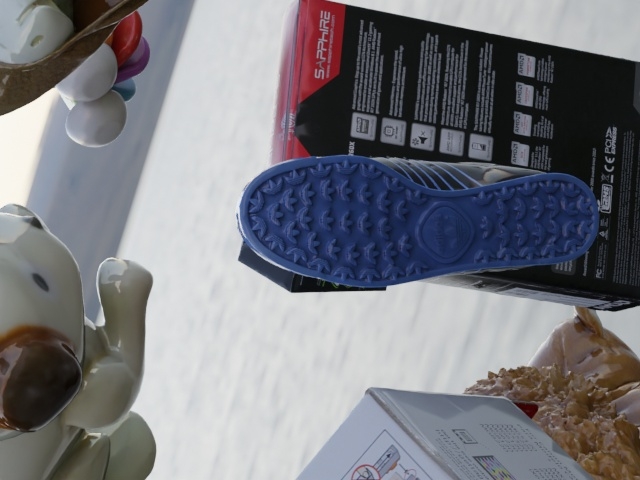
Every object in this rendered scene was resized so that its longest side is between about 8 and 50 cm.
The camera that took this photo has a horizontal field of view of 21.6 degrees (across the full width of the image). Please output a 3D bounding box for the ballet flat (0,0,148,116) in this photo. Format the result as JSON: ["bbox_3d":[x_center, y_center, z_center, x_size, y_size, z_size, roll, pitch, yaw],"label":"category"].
[{"bbox_3d":[-0.191,-0.225,1.389,0.342,0.116,0.124,-33,-3,4],"label":"ballet flat"}]

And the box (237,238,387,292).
[{"bbox_3d":[0.000,0.000,1.093,0.062,0.083,0.052,29,111,47],"label":"box"}]

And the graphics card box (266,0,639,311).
[{"bbox_3d":[0.135,-0.074,1.540,0.094,0.371,0.233,150,127,-72],"label":"graphics card box"}]

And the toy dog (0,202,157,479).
[{"bbox_3d":[-0.336,0.131,1.588,0.395,0.284,0.408,-42,-17,-31],"label":"toy dog"}]

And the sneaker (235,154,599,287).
[{"bbox_3d":[0.052,-0.011,1.039,0.090,0.232,0.081,180,93,-71],"label":"sneaker"}]

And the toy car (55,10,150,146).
[{"bbox_3d":[-0.261,-0.212,1.922,0.159,0.136,0.182,49,160,31],"label":"toy car"}]

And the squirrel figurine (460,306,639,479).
[{"bbox_3d":[0.320,0.222,1.904,0.281,0.397,0.370,-57,41,26],"label":"squirrel figurine"}]

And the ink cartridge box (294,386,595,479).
[{"bbox_3d":[0.036,0.246,1.032,0.309,0.130,0.272,-52,-25,14],"label":"ink cartridge box"}]
